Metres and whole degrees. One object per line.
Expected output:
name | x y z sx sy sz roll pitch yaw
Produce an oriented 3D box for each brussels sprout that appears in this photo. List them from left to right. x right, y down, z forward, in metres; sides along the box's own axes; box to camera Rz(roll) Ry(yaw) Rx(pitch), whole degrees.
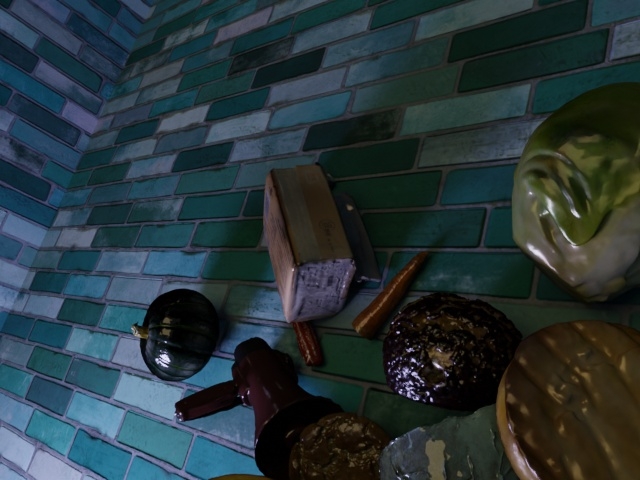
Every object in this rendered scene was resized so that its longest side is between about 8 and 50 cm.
brussels sprout | 0.445 -0.076 0.871 0.344 0.268 0.343 -16 64 34

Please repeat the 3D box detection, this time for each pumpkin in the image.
pumpkin | -0.382 0.244 1.481 0.250 0.216 0.249 -169 90 -67

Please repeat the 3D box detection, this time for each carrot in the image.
carrot | 0.152 0.106 1.192 0.224 0.057 0.057 -52 42 0

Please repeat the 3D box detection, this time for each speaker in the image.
speaker | -0.133 0.357 1.202 0.259 0.198 0.330 -43 33 -12

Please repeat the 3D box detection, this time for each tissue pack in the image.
tissue pack | 0.000 0.000 1.308 0.239 0.239 0.305 -37 46 20

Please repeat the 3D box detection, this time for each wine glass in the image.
wine glass | -0.039 -0.128 1.496 0.155 0.073 0.073 -44 43 18

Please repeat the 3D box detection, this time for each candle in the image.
candle | -0.060 0.162 1.349 0.051 0.048 0.329 -33 47 12

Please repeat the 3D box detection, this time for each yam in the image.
yam | 0.214 0.429 0.820 0.241 0.241 0.347 -25 52 30

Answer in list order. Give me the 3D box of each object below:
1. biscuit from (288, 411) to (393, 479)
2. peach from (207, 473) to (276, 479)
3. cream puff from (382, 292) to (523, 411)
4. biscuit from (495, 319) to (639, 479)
biscuit | 0.046 0.420 1.029 0.226 0.042 0.225 -1 87 20
peach | -0.121 0.580 0.993 0.381 0.306 0.242 -4 29 29
cream puff | 0.219 0.178 0.942 0.239 0.239 0.164 12 100 46
biscuit | 0.387 0.248 0.773 0.297 0.101 0.296 0 55 0
